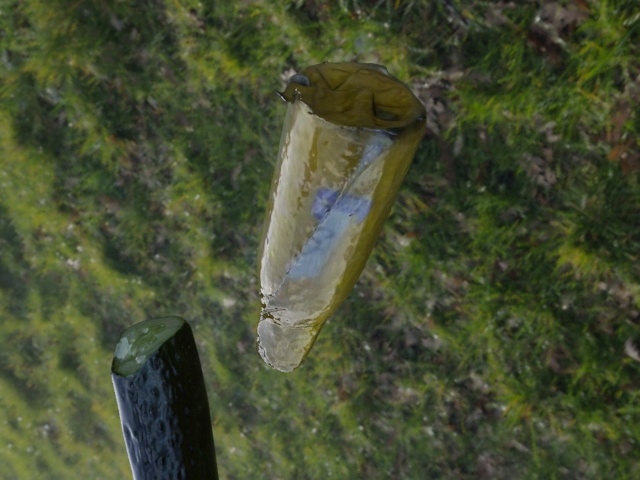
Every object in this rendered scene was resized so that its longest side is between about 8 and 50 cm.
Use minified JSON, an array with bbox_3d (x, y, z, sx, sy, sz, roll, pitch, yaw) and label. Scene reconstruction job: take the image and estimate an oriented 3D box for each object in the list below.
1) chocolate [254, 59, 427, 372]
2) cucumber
[{"bbox_3d":[0.000,0.000,0.508,0.086,0.085,0.219,33,133,20],"label":"chocolate"},{"bbox_3d":[-0.124,0.188,0.692,0.074,0.074,0.241,-4,97,61],"label":"cucumber"}]
